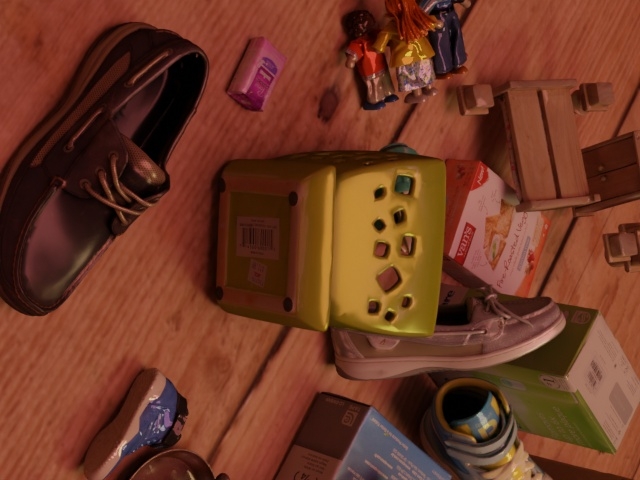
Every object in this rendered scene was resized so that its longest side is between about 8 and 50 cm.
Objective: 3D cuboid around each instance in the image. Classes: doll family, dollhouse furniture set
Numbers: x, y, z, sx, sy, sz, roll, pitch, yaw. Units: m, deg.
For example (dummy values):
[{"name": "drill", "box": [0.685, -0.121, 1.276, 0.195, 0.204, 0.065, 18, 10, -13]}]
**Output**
[{"name": "doll family", "box": [0.147, -0.293, 1.724, 0.263, 0.118, 0.163, -35, 121, -38]}, {"name": "dollhouse furniture set", "box": [0.347, -0.084, 1.973, 0.356, 0.174, 0.303, -5, 82, -31]}]

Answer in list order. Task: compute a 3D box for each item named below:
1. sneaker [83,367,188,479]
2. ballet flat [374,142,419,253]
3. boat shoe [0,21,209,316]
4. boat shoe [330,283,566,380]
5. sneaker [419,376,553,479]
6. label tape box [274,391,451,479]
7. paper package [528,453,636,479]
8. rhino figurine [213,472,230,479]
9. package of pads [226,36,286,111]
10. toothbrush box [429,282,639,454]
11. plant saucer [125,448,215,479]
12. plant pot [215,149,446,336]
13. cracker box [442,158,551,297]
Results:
[{"name": "sneaker", "box": [-0.209, 0.233, 1.474, 0.084, 0.058, 0.152, 49, 55, -30]}, {"name": "ballet flat", "box": [0.113, -0.032, 1.701, 0.247, 0.083, 0.087, 76, -1, -60]}, {"name": "boat shoe", "box": [-0.233, -0.083, 1.340, 0.132, 0.130, 0.355, 38, 69, -44]}, {"name": "boat shoe", "box": [0.171, 0.115, 1.714, 0.118, 0.321, 0.103, -68, 148, -73]}, {"name": "sneaker", "box": [0.263, 0.326, 1.784, 0.127, 0.319, 0.208, -41, 157, -18]}, {"name": "label tape box", "box": [0.022, 0.412, 1.721, 0.240, 0.106, 0.333, 45, 65, -41]}, {"name": "paper package", "box": [0.367, 0.516, 1.883, 0.325, 0.310, 0.168, -52, 132, -30]}, {"name": "rhino figurine", "box": [-0.135, 0.416, 1.534, 0.106, 0.073, 0.243, -19, 112, -48]}, {"name": "package of pads", "box": [-0.078, -0.207, 1.560, 0.050, 0.032, 0.083, 37, 69, -41]}, {"name": "toothbrush box", "box": [0.302, 0.186, 1.854, 0.122, 0.283, 0.206, -56, 133, -23]}, {"name": "plant saucer", "box": [-0.195, 0.333, 1.529, 0.168, 0.029, 0.168, -12, 107, -45]}, {"name": "plant pot", "box": [0.000, 0.000, 1.545, 0.207, 0.228, 0.227, -1, 95, -41]}, {"name": "cracker box", "box": [0.256, -0.008, 1.930, 0.232, 0.067, 0.155, 32, 73, -45]}]
